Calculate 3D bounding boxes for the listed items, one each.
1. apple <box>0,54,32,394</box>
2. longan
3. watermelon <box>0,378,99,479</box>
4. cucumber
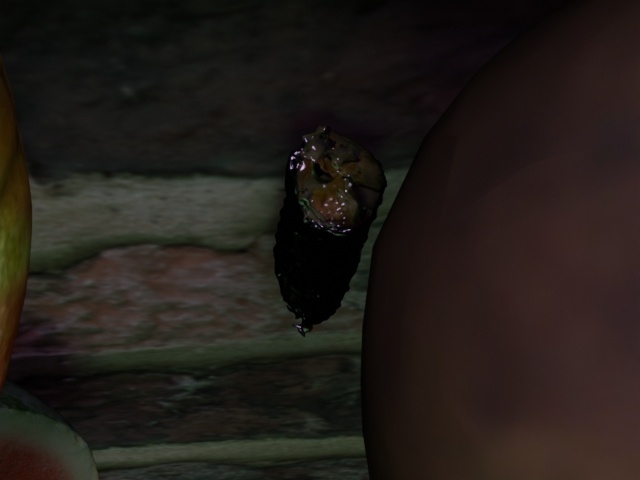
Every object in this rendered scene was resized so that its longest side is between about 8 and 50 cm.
[{"bbox_3d":[-0.249,0.014,0.348,0.339,0.339,0.339,-2,154,-1],"label":"apple"},{"bbox_3d":[0.213,0.064,0.472,0.404,0.336,0.404,11,142,9],"label":"longan"},{"bbox_3d":[-0.272,0.153,0.822,0.256,0.176,0.260,-10,176,33],"label":"watermelon"},{"bbox_3d":[0.000,0.000,0.653,0.053,0.053,0.181,1,156,-6],"label":"cucumber"}]
